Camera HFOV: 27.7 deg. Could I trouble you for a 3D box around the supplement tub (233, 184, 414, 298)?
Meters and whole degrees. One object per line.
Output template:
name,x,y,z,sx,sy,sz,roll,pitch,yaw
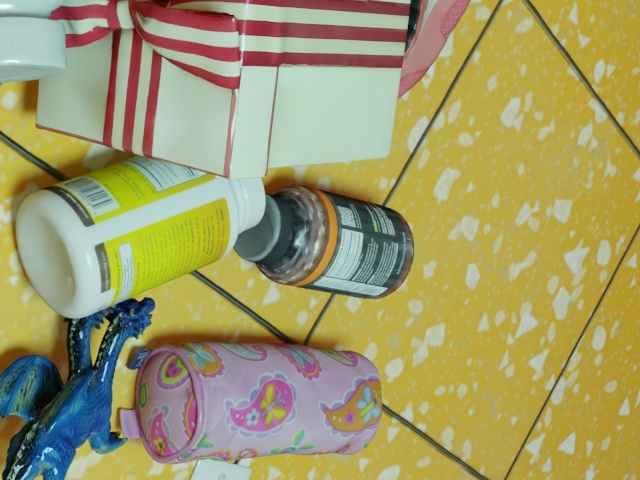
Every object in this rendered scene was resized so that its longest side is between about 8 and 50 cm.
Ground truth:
supplement tub,0.000,0.000,1.344,0.198,0.106,0.106,13,96,-46

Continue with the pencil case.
pencil case,-0.064,0.168,1.341,0.284,0.124,0.124,5,102,-45

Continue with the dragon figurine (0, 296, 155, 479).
dragon figurine,-0.239,0.154,1.140,0.289,0.085,0.144,-50,145,-48

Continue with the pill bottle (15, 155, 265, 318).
pill bottle,-0.156,-0.018,1.171,0.215,0.117,0.117,-23,121,-37

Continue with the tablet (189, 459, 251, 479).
tablet,-0.112,0.265,1.406,0.083,0.006,0.054,26,86,-47

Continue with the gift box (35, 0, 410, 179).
gift box,-0.092,-0.206,1.079,0.258,0.255,0.276,-12,107,-52

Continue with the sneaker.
sneaker,0.095,-0.247,1.367,0.314,0.116,0.136,-50,160,-26

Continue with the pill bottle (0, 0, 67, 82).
pill bottle,-0.247,-0.232,0.955,0.121,0.121,0.221,-5,91,-44
